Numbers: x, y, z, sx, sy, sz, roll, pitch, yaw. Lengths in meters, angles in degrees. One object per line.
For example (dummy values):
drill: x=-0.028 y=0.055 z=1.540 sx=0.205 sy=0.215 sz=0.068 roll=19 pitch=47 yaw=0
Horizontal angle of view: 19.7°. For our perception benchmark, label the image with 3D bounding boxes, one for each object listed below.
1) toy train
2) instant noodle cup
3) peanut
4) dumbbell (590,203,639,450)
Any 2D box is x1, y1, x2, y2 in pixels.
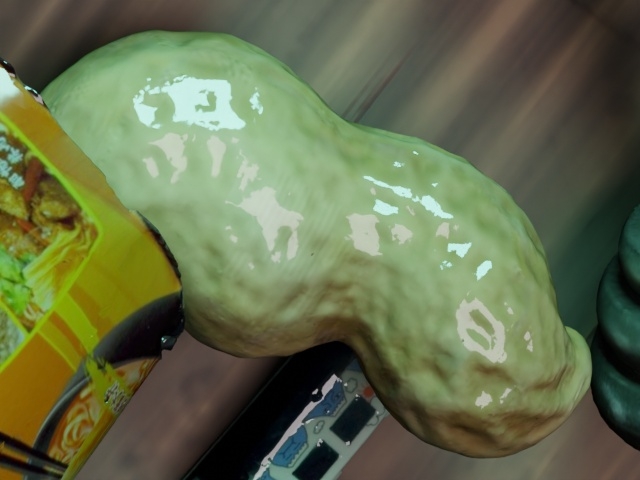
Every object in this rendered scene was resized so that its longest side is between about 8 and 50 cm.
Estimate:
toy train: x=-0.010 y=0.075 z=0.729 sx=0.047 sy=0.043 sz=0.207 roll=43 pitch=83 yaw=-29
instant noodle cup: x=-0.162 y=0.033 z=0.562 sx=0.182 sy=0.230 sz=0.230 roll=-47 pitch=117 yaw=-19
peanut: x=0.000 y=0.000 z=0.667 sx=0.228 sy=0.085 sz=0.104 roll=26 pitch=81 yaw=-7
dumbbell: x=0.152 y=-0.086 z=0.689 sx=0.179 sy=0.179 sz=0.406 roll=-24 pitch=111 yaw=-18
